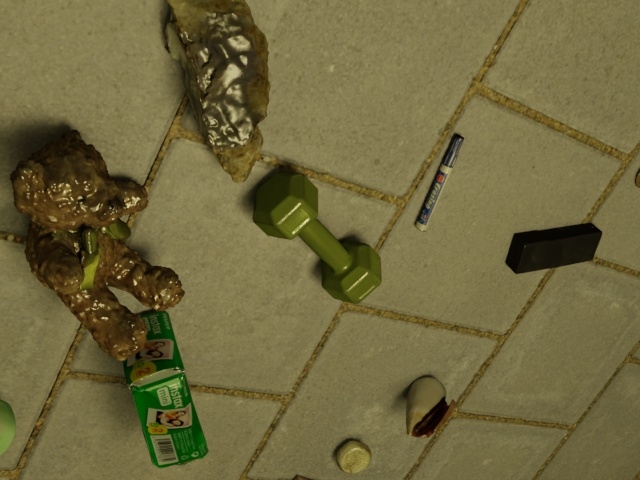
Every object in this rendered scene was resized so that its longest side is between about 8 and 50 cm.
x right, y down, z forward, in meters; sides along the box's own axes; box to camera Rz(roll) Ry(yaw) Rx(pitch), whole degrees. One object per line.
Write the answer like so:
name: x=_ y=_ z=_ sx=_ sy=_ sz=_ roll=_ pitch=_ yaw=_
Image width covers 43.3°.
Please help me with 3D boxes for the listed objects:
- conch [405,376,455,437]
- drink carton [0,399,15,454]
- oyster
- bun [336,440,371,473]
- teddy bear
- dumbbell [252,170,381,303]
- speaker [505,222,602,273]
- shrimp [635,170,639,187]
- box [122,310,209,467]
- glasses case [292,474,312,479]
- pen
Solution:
conch: x=0.242 y=0.377 z=1.822 sx=0.104 sy=0.176 sz=0.094 roll=44 pitch=111 yaw=-2
drink carton: x=-0.590 y=0.298 z=1.316 sx=0.144 sy=0.146 sz=0.142 roll=-38 pitch=141 yaw=1
oyster: x=-0.140 y=-0.235 z=1.184 sx=0.166 sy=0.110 sz=0.341 roll=-13 pitch=115 yaw=-28
bun: x=0.075 y=0.500 z=1.880 sx=0.086 sy=0.055 sz=0.086 roll=-7 pitch=114 yaw=-15
teddy bear: x=-0.317 y=-0.002 z=1.193 sx=0.296 sy=0.246 sz=0.222 roll=40 pitch=135 yaw=-8
dumbbell: x=0.000 y=0.000 z=1.435 sx=0.121 sy=0.108 sz=0.302 roll=-41 pitch=132 yaw=3
speaker: x=0.513 y=0.015 z=1.771 sx=0.218 sy=0.044 sz=0.082 roll=-9 pitch=126 yaw=-24
shrimp: x=0.733 y=-0.130 z=1.803 sx=0.059 sy=0.023 sz=0.108 roll=-29 pitch=133 yaw=5
box: x=-0.281 y=0.267 z=1.431 sx=0.103 sy=0.180 sz=0.250 roll=-15 pitch=130 yaw=-14
glasses case: x=-0.082 y=0.638 z=1.882 sx=0.102 sy=0.070 sz=0.193 roll=32 pitch=104 yaw=-39
pen: x=0.227 y=-0.108 z=1.537 sx=0.025 sy=0.025 sz=0.204 roll=3 pitch=121 yaw=-30
